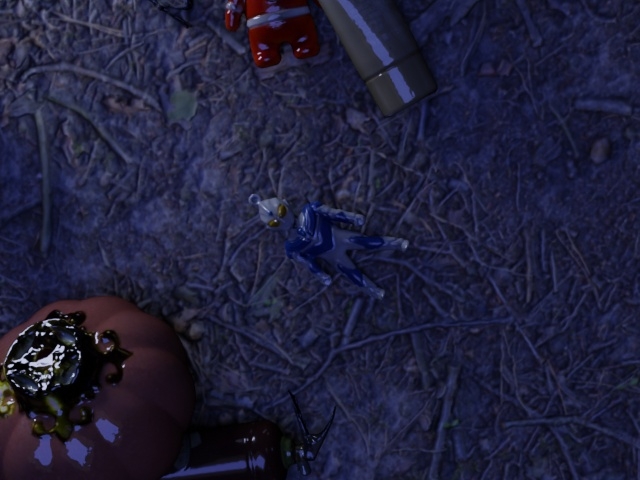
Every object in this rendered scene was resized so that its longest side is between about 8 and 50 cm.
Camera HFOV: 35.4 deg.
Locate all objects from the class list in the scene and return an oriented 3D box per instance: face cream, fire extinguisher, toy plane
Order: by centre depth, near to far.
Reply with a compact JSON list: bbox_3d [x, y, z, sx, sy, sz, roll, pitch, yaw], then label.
[{"bbox_3d":[0.039,-0.327,1.303,0.084,0.137,0.341,-21,100,53],"label":"face cream"},{"bbox_3d":[-0.218,-0.339,1.366,0.120,0.031,0.049,34,109,-2],"label":"toy plane"},{"bbox_3d":[-0.138,0.294,1.415,0.343,0.102,0.138,-11,95,8],"label":"fire extinguisher"}]

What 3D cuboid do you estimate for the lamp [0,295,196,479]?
[{"bbox_3d":[-0.319,0.207,1.326,0.305,0.240,0.306,-6,56,9],"label":"lamp"}]

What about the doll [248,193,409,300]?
[{"bbox_3d":[0.000,0.000,1.378,0.227,0.057,0.114,26,105,1],"label":"doll"}]

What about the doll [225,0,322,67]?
[{"bbox_3d":[-0.068,-0.356,1.323,0.142,0.076,0.245,-12,101,0],"label":"doll"}]
